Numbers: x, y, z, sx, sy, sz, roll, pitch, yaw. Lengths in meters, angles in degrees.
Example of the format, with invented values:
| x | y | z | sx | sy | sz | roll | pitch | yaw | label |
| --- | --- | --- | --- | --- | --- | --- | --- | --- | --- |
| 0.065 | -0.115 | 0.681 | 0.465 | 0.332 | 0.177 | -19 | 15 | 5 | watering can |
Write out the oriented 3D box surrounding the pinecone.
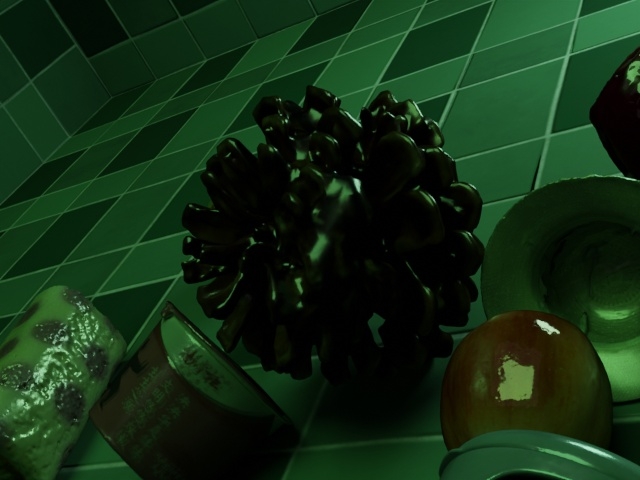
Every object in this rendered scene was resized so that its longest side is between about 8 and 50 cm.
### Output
| x | y | z | sx | sy | sz | roll | pitch | yaw | label |
| --- | --- | --- | --- | --- | --- | --- | --- | --- | --- |
| 0.000 | 0.000 | 1.102 | 0.398 | 0.397 | 0.397 | -24 | 26 | 13 | pinecone |

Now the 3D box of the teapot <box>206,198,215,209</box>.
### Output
| x | y | z | sx | sy | sz | roll | pitch | yaw | label |
| --- | --- | --- | --- | --- | --- | --- | --- | --- | --- |
| -0.128 | -0.024 | 1.609 | 0.269 | 0.173 | 0.182 | -47 | -12 | 13 | teapot |

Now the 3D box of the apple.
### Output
| x | y | z | sx | sy | sz | roll | pitch | yaw | label |
| --- | --- | --- | --- | --- | --- | --- | --- | --- | --- |
| 0.209 | 0.173 | 0.873 | 0.199 | 0.199 | 0.199 | -24 | 26 | 13 | apple |

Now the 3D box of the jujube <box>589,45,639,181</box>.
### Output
| x | y | z | sx | sy | sz | roll | pitch | yaw | label |
| --- | --- | --- | --- | --- | --- | --- | --- | --- | --- |
| 0.548 | -0.199 | 1.120 | 0.377 | 0.258 | 0.258 | -34 | 25 | 6 | jujube |

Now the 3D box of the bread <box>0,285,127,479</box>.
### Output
| x | y | z | sx | sy | sz | roll | pitch | yaw | label |
| --- | --- | --- | --- | --- | --- | --- | --- | --- | --- |
| -0.457 | 0.243 | 1.410 | 0.155 | 0.187 | 0.338 | -23 | 26 | 27 | bread |

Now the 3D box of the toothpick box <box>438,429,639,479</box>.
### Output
| x | y | z | sx | sy | sz | roll | pitch | yaw | label |
| --- | --- | --- | --- | --- | --- | --- | --- | --- | --- |
| 0.124 | 0.343 | 0.600 | 0.263 | 0.263 | 0.354 | -2 | 38 | 44 | toothpick box |

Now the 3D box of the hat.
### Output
| x | y | z | sx | sy | sz | roll | pitch | yaw | label |
| --- | --- | --- | --- | --- | --- | --- | --- | --- | --- |
| 0.323 | 0.048 | 0.985 | 0.257 | 0.257 | 0.130 | -16 | -3 | 26 | hat |

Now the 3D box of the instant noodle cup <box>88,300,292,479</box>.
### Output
| x | y | z | sx | sy | sz | roll | pitch | yaw | label |
| --- | --- | --- | --- | --- | --- | --- | --- | --- | --- |
| -0.178 | 0.221 | 1.138 | 0.178 | 0.235 | 0.235 | -46 | 28 | -8 | instant noodle cup |
